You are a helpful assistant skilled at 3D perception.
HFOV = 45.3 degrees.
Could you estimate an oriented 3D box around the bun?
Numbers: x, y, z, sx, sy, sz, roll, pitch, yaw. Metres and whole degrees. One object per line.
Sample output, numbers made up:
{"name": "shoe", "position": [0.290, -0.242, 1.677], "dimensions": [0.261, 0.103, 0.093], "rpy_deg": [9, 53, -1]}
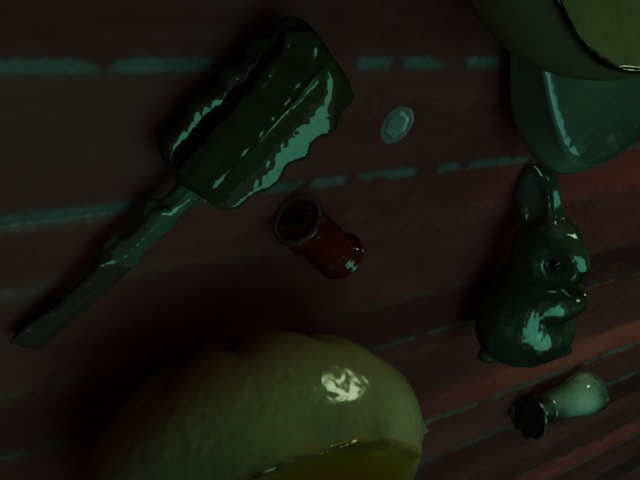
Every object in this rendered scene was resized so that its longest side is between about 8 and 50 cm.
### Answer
{"name": "bun", "position": [-0.060, 0.176, 0.657], "dimensions": [0.298, 0.165, 0.299], "rpy_deg": [-19, 146, -14]}

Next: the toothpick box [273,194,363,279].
{"name": "toothpick box", "position": [0.000, 0.000, 0.648], "dimensions": [0.047, 0.047, 0.083], "rpy_deg": [-47, 141, 2]}

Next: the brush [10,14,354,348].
{"name": "brush", "position": [-0.102, -0.024, 0.530], "dimensions": [0.301, 0.071, 0.084], "rpy_deg": [-43, 145, 6]}

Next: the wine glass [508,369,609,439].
{"name": "wine glass", "position": [0.363, 0.248, 1.164], "dimensions": [0.155, 0.072, 0.072], "rpy_deg": [-10, 129, -34]}

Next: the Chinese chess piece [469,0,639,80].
{"name": "Chinese chess piece", "position": [0.211, -0.239, 0.543], "dimensions": [0.249, 0.103, 0.250], "rpy_deg": [-12, 116, -26]}

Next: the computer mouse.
{"name": "computer mouse", "position": [0.225, -0.165, 0.684], "dimensions": [0.128, 0.079, 0.231], "rpy_deg": [-26, 120, -19]}

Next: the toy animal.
{"name": "toy animal", "position": [0.240, 0.038, 0.842], "dimensions": [0.138, 0.108, 0.236], "rpy_deg": [-24, 136, -24]}
